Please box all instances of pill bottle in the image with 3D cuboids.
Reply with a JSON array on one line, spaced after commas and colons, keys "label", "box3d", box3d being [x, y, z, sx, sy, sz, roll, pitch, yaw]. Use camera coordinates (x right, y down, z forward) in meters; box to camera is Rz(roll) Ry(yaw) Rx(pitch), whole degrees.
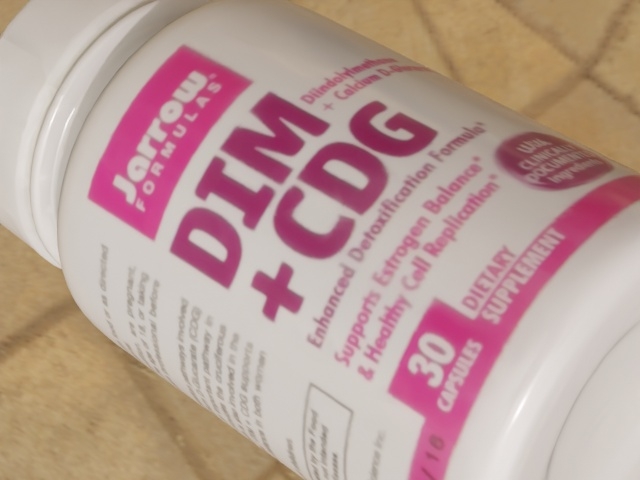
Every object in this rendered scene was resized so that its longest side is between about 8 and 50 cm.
[{"label": "pill bottle", "box3d": [0.000, 0.000, 0.602, 0.160, 0.283, 0.160, -36, 142, -34]}]
